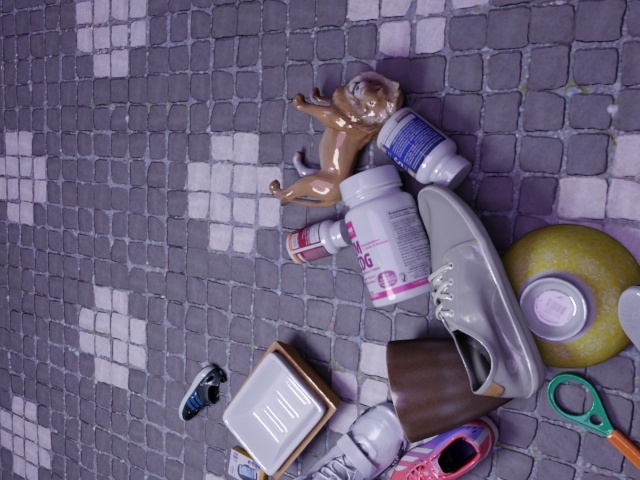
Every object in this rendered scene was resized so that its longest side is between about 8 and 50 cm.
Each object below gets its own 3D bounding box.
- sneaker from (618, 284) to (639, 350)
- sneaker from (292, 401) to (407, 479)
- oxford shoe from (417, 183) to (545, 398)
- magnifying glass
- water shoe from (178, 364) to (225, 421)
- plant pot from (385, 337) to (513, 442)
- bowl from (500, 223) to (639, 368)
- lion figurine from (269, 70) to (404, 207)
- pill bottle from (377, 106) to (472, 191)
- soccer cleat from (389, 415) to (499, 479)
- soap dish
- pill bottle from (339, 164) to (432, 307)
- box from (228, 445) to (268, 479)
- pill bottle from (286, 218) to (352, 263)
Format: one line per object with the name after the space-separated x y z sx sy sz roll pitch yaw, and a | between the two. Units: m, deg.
0.604 0.146 0.993 0.216 0.121 0.079 60 155 -13 | sneaker
0.055 0.539 1.318 0.137 0.210 0.365 44 115 20 | sneaker
0.272 0.091 1.087 0.130 0.169 0.449 -16 70 -9 | oxford shoe
0.548 0.356 1.113 0.231 0.026 0.092 46 115 21 | magnifying glass
-0.342 0.456 1.632 0.080 0.073 0.203 35 112 22 | water shoe
0.278 0.290 1.179 0.231 0.215 0.215 -16 86 16 | plant pot
0.450 0.117 1.070 0.290 0.156 0.289 4 97 31 | bowl
0.037 -0.211 1.318 0.240 0.142 0.391 27 121 20 | lion figurine
0.221 -0.186 1.204 0.187 0.112 0.112 44 115 21 | pill bottle
0.250 0.496 1.249 0.318 0.116 0.108 -47 71 26 | soccer cleat
-0.099 0.429 1.455 0.229 0.118 0.290 44 115 21 | soap dish
0.147 -0.010 1.239 0.161 0.160 0.282 -22 82 31 | pill bottle
-0.208 0.636 1.595 0.136 0.028 0.081 15 102 28 | box
0.000 0.000 1.372 0.152 0.086 0.086 -17 86 31 | pill bottle
